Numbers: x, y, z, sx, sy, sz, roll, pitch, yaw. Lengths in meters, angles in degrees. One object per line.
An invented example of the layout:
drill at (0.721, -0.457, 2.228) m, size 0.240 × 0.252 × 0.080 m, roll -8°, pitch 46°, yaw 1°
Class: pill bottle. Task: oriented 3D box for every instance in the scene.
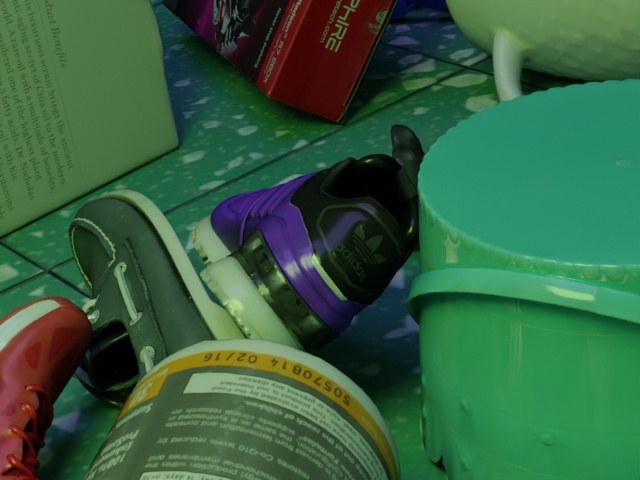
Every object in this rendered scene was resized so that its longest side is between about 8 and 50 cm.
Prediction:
pill bottle at (-0.060, 0.182, 0.660) m, size 0.162 × 0.162 × 0.278 m, roll -1°, pitch 29°, yaw 15°

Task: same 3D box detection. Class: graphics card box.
graphics card box at (-0.035, -0.291, 1.448) m, size 0.094 × 0.232 × 0.371 m, roll 17°, pitch 16°, yaw -28°

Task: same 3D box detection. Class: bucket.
bucket at (0.184, 0.032, 0.835) m, size 0.281 × 0.183 × 0.281 m, roll -7°, pitch 28°, yaw 4°

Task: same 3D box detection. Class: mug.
mug at (0.277, -0.239, 1.264) m, size 0.328 × 0.276 × 0.374 m, roll -2°, pitch 58°, yaw 30°

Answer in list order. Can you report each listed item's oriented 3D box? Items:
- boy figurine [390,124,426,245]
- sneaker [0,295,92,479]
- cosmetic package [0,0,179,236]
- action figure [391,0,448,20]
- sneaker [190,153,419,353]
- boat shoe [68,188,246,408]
boy figurine at (0.201, -0.057, 1.096) m, size 0.285 × 0.092 × 0.177 m, roll -8°, pitch 25°, yaw 9°
sneaker at (-0.181, 0.141, 0.851) m, size 0.128 × 0.087 × 0.221 m, roll 21°, pitch 63°, yaw 28°
cosmetic package at (-0.360, -0.113, 1.225) m, size 0.453 × 0.230 × 0.161 m, roll -30°, pitch 34°, yaw -35°
action figure at (0.150, -0.307, 1.531) m, size 0.280 × 0.139 × 0.091 m, roll 8°, pitch 33°, yaw 25°
sneaker at (0.001, 0.001, 0.942) m, size 0.146 × 0.102 × 0.293 m, roll -38°, pitch 12°, yaw 0°
boat shoe at (-0.129, 0.061, 0.954) m, size 0.099 × 0.116 × 0.319 m, roll -19°, pitch 35°, yaw -19°
